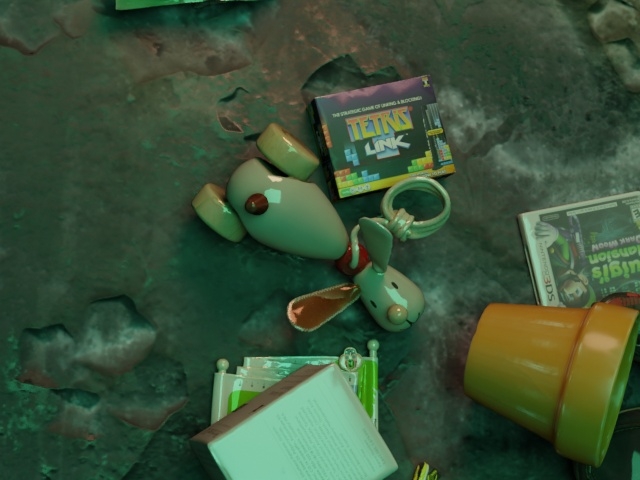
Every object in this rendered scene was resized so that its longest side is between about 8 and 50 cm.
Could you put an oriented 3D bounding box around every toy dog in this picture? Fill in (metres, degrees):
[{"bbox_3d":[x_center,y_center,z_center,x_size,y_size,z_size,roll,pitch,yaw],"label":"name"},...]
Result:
[{"bbox_3d":[0.000,0.000,1.505,0.334,0.161,0.220,20,108,-7],"label":"toy dog"}]

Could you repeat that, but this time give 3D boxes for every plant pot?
[{"bbox_3d":[0.292,0.166,1.548,0.188,0.205,0.205,14,77,19],"label":"plant pot"}]

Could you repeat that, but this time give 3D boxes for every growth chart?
[{"bbox_3d":[-0.031,0.222,1.553,0.237,0.021,0.172,-4,84,-14],"label":"growth chart"}]

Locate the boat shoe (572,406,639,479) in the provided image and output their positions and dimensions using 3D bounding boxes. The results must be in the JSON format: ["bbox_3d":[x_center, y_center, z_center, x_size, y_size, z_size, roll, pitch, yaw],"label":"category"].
[{"bbox_3d":[0.517,0.287,1.625,0.355,0.130,0.132,-1,82,-15],"label":"boat shoe"}]

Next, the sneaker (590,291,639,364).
[{"bbox_3d":[0.496,0.153,1.628,0.276,0.135,0.097,29,91,-10],"label":"sneaker"}]

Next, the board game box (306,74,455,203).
[{"bbox_3d":[0.082,-0.137,1.621,0.170,0.048,0.141,-14,87,-16],"label":"board game box"}]

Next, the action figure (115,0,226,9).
[{"bbox_3d":[-0.152,-0.354,1.585,0.232,0.063,0.137,2,79,-10],"label":"action figure"}]

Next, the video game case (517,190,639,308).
[{"bbox_3d":[0.382,0.030,1.686,0.190,0.022,0.173,-11,85,-16],"label":"video game case"}]

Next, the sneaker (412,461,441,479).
[{"bbox_3d":[0.136,0.333,1.573,0.035,0.031,0.083,20,77,-11],"label":"sneaker"}]

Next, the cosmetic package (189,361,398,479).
[{"bbox_3d":[-0.036,0.258,1.458,0.184,0.151,0.151,-31,91,-16],"label":"cosmetic package"}]
